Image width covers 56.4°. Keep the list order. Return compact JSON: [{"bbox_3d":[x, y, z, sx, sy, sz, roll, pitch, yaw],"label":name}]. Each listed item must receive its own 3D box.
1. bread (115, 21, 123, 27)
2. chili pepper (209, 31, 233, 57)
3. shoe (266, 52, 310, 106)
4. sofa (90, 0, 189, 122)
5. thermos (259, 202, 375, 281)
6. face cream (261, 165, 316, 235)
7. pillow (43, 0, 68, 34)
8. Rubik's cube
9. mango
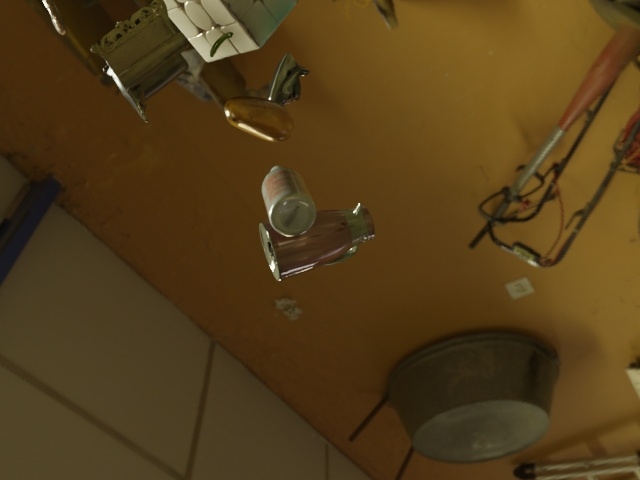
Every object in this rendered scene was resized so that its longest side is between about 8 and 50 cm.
[{"bbox_3d":[-0.512,-0.571,1.673,0.172,0.232,0.064,-24,-51,-53],"label":"bread"},{"bbox_3d":[-0.226,-0.440,1.346,0.017,0.083,0.030,59,-152,8],"label":"chili pepper"},{"bbox_3d":[-0.110,-0.506,1.984,0.112,0.099,0.227,19,-101,-17],"label":"shoe"},{"bbox_3d":[-0.393,-0.411,1.404,0.182,0.200,0.258,50,171,-10],"label":"sofa"},{"bbox_3d":[0.000,0.000,1.449,0.176,0.265,0.146,91,158,-48],"label":"thermos"},{"bbox_3d":[-0.080,-0.108,1.334,0.101,0.101,0.251,51,-172,-30],"label":"face cream"},{"bbox_3d":[-0.634,-0.578,1.367,0.135,0.034,0.211,46,157,46],"label":"pillow"},{"bbox_3d":[-0.258,-0.723,1.692,0.291,0.292,0.290,48,-115,-32],"label":"Rubik's cube"},{"bbox_3d":[-0.140,-0.278,1.349,0.178,0.090,0.115,9,-162,-33],"label":"mango"}]
